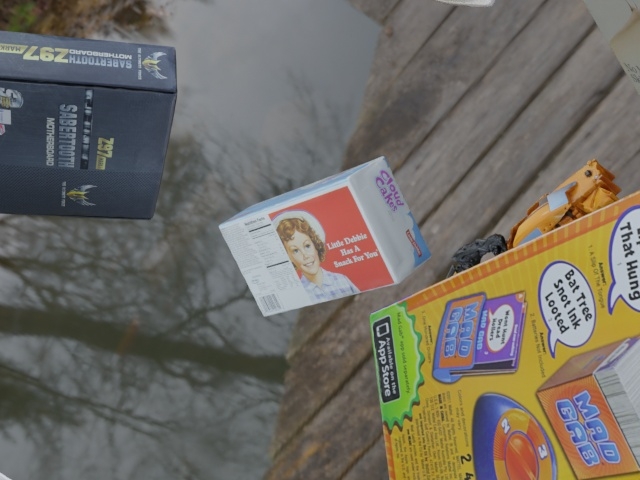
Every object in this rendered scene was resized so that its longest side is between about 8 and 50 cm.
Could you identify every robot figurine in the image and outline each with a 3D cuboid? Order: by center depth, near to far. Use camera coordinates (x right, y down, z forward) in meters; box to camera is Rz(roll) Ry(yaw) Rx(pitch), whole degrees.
[{"bbox_3d":[0.304,0.034,1.205,0.291,0.211,0.085,-47,27,29],"label":"robot figurine"}]

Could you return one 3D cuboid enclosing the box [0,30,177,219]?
[{"bbox_3d":[-0.244,-0.102,0.888,0.233,0.183,0.059,119,148,-57],"label":"box"}]

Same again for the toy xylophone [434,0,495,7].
[{"bbox_3d":[0.093,-0.400,0.994,0.081,0.322,0.236,10,88,49],"label":"toy xylophone"}]

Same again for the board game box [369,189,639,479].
[{"bbox_3d":[0.302,0.189,0.727,0.356,0.356,0.357,-31,59,50],"label":"board game box"}]

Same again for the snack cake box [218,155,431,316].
[{"bbox_3d":[0.000,0.000,1.239,0.264,0.152,0.089,-17,12,43],"label":"snack cake box"}]

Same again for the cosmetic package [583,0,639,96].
[{"bbox_3d":[0.474,-0.232,1.158,0.113,0.309,0.160,-41,21,-1],"label":"cosmetic package"}]

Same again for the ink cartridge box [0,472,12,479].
[{"bbox_3d":[-0.224,0.226,0.584,0.092,0.090,0.143,17,64,30],"label":"ink cartridge box"}]
